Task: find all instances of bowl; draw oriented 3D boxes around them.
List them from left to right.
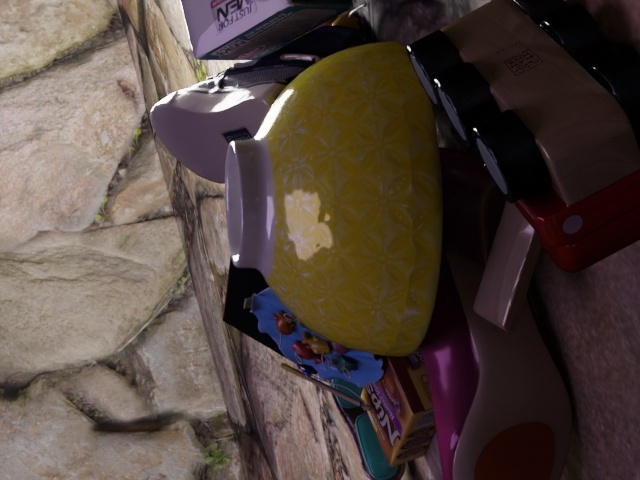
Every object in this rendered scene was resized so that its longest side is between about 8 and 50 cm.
[{"bbox_3d":[-0.003,-0.035,1.090,0.289,0.156,0.290,178,90,-78],"label":"bowl"}]

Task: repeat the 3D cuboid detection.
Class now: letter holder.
[{"bbox_3d":[0.000,0.000,1.523,0.152,0.214,0.302,30,154,7],"label":"letter holder"}]

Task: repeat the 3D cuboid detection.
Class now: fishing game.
[{"bbox_3d":[-0.012,0.125,1.459,0.189,0.041,0.264,26,152,14],"label":"fishing game"}]

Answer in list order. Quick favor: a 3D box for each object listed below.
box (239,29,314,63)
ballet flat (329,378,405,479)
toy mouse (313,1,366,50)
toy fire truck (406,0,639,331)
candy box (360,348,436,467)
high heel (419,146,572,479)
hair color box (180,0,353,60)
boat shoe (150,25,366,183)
[{"bbox_3d":[-0.048,-0.197,1.564,0.244,0.100,0.060,89,159,-44],"label":"box"},{"bbox_3d":[0.064,0.233,1.662,0.079,0.076,0.222,51,-160,-77],"label":"ballet flat"},{"bbox_3d":[0.007,-0.269,1.418,0.161,0.031,0.143,97,154,-56],"label":"toy mouse"},{"bbox_3d":[0.165,-0.035,0.898,0.246,0.158,0.217,60,-178,-35],"label":"toy fire truck"},{"bbox_3d":[0.102,0.200,1.505,0.187,0.053,0.109,98,153,-60],"label":"candy box"},{"bbox_3d":[0.140,0.103,1.126,0.181,0.127,0.377,-152,60,-65],"label":"high heel"},{"bbox_3d":[-0.096,-0.398,1.372,0.174,0.105,0.347,-20,82,44],"label":"hair color box"},{"bbox_3d":[-0.062,-0.161,1.406,0.340,0.158,0.127,6,133,55],"label":"boat shoe"}]
